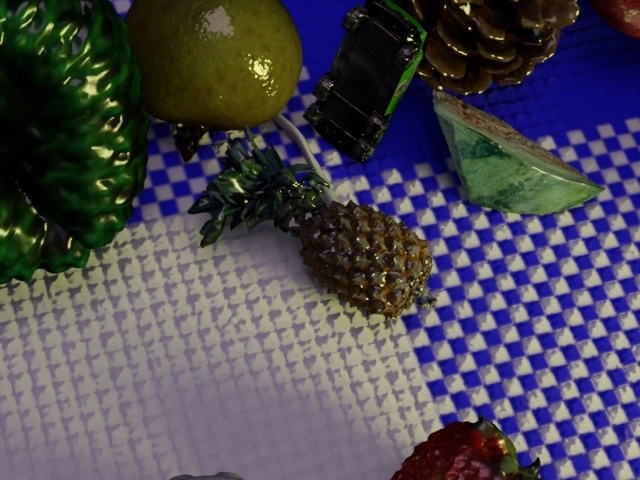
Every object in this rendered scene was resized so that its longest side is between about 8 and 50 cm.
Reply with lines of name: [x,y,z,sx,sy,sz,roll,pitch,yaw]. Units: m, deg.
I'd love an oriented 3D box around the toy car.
toy car: [0.044,-0.143,1.162,0.071,0.165,0.062,38,50,11]

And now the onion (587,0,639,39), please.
onion: [0.333,-0.297,1.254,0.248,0.248,0.161,-37,47,-25]

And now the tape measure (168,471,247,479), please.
tape measure: [-0.074,0.267,0.943,0.197,0.120,0.236,-29,75,-16]

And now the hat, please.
hat: [-0.274,-0.145,1.088,0.242,0.274,0.332,-5,34,-23]

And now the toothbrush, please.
toothbrush: [-0.019,-0.083,1.200,0.022,0.017,0.204,-28,68,-1]

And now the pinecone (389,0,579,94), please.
pinecone: [0.141,-0.230,1.198,0.179,0.204,0.184,-15,77,-14]

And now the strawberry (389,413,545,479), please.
strawberry: [0.105,0.213,1.018,0.131,0.148,0.131,35,24,-18]

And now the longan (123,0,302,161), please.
longan: [-0.097,-0.153,1.163,0.155,0.176,0.145,17,16,32]

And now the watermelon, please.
watermelon: [0.167,-0.073,1.200,0.180,0.081,0.094,34,44,-9]

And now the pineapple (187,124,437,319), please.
pineapple: [0.000,0.000,1.118,0.221,0.083,0.103,31,100,4]
